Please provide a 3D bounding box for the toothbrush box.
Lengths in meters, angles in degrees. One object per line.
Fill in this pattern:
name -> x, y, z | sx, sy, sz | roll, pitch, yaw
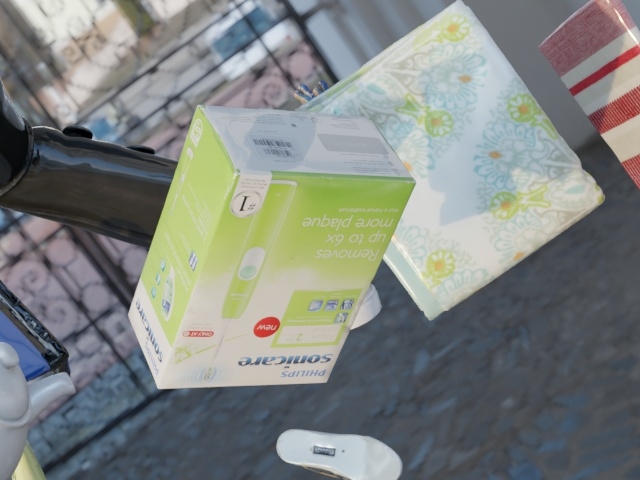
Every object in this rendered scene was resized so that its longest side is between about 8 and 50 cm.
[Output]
toothbrush box -> -0.057, 0.012, 1.359 | 0.122, 0.206, 0.283 | 60, 138, 42

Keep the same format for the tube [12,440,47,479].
tube -> -0.397, 0.355, 1.802 | 0.070, 0.240, 0.062 | -1, 20, 31

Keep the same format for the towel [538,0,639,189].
towel -> 0.440, -0.175, 1.778 | 0.037, 0.329, 0.237 | -35, 0, -13

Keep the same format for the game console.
game console -> -0.534, 0.138, 1.970 | 0.173, 0.293, 0.250 | -40, -14, -22

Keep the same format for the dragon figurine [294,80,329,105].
dragon figurine -> 0.019, -0.124, 2.165 | 0.144, 0.289, 0.085 | -30, 2, -21

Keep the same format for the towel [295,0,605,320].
towel -> 0.182, -0.120, 1.921 | 0.320, 0.374, 0.090 | -35, -2, 6

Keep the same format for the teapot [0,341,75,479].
teapot -> -0.433, 0.186, 1.531 | 0.187, 0.252, 0.256 | -40, 18, 12

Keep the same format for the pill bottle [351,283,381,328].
pill bottle -> 0.000, 0.000, 1.611 | 0.121, 0.216, 0.121 | -18, 17, 6

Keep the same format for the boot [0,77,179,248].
boot -> -0.266, -0.081, 1.593 | 0.367, 0.445, 0.146 | -12, 61, 68

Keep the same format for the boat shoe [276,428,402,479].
boat shoe -> 0.035, 0.301, 1.827 | 0.183, 0.083, 0.065 | 10, 80, 21
